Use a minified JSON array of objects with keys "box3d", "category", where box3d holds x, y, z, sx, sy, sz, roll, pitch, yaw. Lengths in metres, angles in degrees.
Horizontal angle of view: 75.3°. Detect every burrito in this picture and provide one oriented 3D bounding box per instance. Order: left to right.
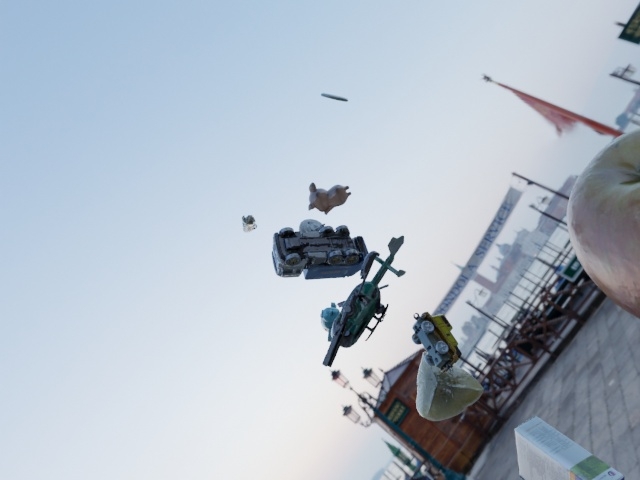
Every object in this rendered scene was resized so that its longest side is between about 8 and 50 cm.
[{"box3d":[-0.259,-0.061,1.499,0.055,0.041,0.149,-20,-9,-9],"category":"burrito"}]

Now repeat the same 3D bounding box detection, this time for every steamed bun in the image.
[{"box3d":[0.422,0.526,1.438,0.213,0.231,0.110,-60,-30,-12],"category":"steamed bun"}]

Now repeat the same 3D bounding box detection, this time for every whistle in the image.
[{"box3d":[0.043,0.379,1.973,0.274,0.093,0.186,93,-177,-64],"category":"whistle"}]

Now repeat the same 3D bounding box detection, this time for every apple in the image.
[{"box3d":[0.468,-0.026,0.525,0.301,0.301,0.302,-42,-27,-27],"category":"apple"}]

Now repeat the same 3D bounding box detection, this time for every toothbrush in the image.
[{"box3d":[0.125,0.159,1.195,0.167,0.014,0.011,-19,-31,-14],"category":"toothbrush"}]

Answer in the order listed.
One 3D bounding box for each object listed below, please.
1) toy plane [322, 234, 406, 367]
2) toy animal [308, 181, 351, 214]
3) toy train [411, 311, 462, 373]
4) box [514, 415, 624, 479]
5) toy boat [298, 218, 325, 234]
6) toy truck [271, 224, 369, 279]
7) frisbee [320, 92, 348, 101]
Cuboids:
[{"box3d":[0.119,0.151,1.086,0.382,0.106,0.155,-58,-27,10],"category":"toy plane"},{"box3d":[0.025,-0.143,1.342,0.150,0.083,0.089,-14,-42,-3],"category":"toy animal"},{"box3d":[0.376,0.317,1.321,0.127,0.219,0.089,-7,-41,-29],"category":"toy train"},{"box3d":[0.758,0.725,1.282,0.106,0.299,0.200,-19,-74,-18],"category":"box"},{"box3d":[0.001,0.007,1.966,0.140,0.270,0.141,-31,-2,-1],"category":"toy boat"},{"box3d":[0.002,0.049,1.514,0.367,0.146,0.175,0,-39,-20],"category":"toy truck"},{"box3d":[0.055,-0.553,1.600,0.110,0.110,0.014,-20,-52,-53],"category":"frisbee"}]
